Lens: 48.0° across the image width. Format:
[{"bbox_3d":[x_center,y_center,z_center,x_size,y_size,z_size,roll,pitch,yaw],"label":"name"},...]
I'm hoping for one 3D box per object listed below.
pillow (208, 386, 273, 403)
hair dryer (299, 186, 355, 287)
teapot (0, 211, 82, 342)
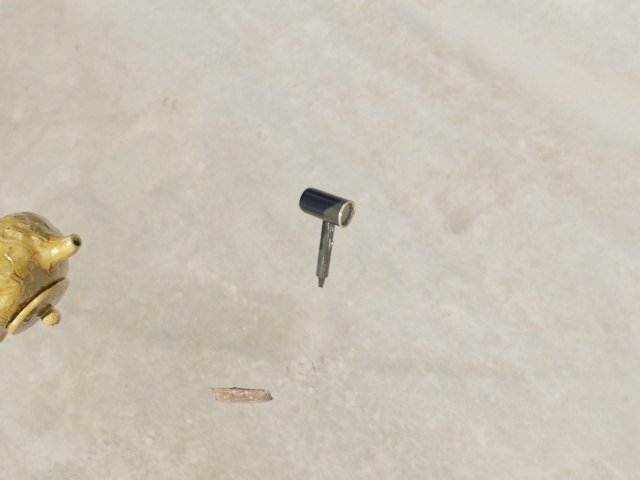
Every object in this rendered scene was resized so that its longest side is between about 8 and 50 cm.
[{"bbox_3d":[-0.236,0.465,2.150,0.185,0.118,0.043,2,64,2],"label":"pillow"},{"bbox_3d":[0.000,0.000,1.764,0.128,0.255,0.070,24,28,28],"label":"hair dryer"},{"bbox_3d":[-0.472,0.077,1.110,0.311,0.167,0.203,-42,4,26],"label":"teapot"}]
